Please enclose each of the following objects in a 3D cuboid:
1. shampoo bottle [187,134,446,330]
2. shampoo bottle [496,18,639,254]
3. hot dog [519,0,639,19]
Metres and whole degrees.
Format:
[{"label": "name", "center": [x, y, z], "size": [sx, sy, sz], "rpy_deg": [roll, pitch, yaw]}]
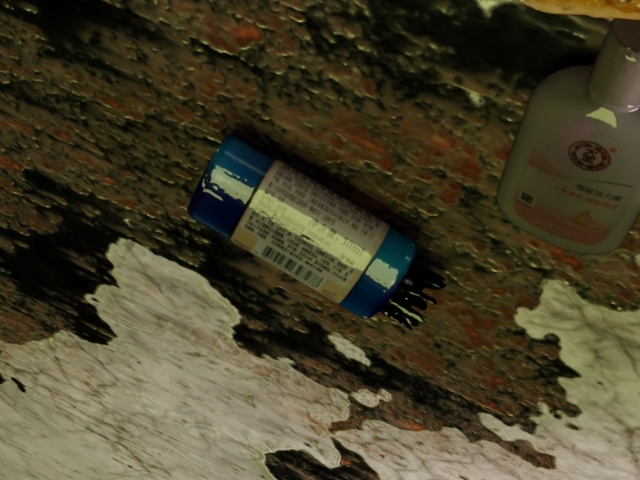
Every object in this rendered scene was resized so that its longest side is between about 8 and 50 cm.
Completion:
[{"label": "shampoo bottle", "center": [0.000, 0.000, 0.786], "size": [0.183, 0.050, 0.087], "rpy_deg": [31, 144, -2]}, {"label": "shampoo bottle", "center": [0.146, -0.055, 0.607], "size": [0.080, 0.040, 0.165], "rpy_deg": [25, 149, 10]}, {"label": "hot dog", "center": [0.208, -0.116, 0.454], "size": [0.286, 0.061, 0.088], "rpy_deg": [13, 148, 21]}]
